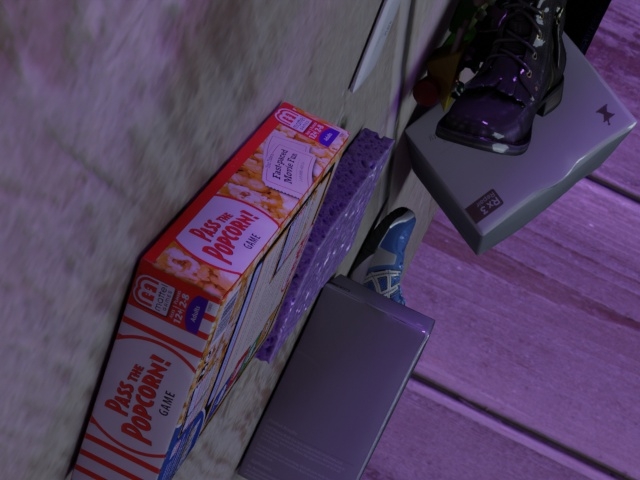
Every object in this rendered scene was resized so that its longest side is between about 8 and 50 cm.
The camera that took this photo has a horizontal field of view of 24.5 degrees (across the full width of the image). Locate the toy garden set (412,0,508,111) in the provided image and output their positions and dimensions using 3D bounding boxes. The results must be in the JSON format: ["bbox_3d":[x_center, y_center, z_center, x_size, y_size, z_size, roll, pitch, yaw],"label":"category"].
[{"bbox_3d":[0.174,-0.254,1.507,0.244,0.049,0.204,-68,173,32],"label":"toy garden set"}]

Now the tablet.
[{"bbox_3d":[0.043,-0.148,1.038,0.054,0.006,0.083,-56,170,-55],"label":"tablet"}]

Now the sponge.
[{"bbox_3d":[0.000,0.000,1.168,0.117,0.031,0.210,-68,173,31],"label":"sponge"}]

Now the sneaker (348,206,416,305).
[{"bbox_3d":[0.072,0.059,1.798,0.080,0.081,0.211,74,41,-79],"label":"sneaker"}]

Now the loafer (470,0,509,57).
[{"bbox_3d":[0.219,-0.283,1.737,0.220,0.080,0.078,-55,137,-49],"label":"loafer"}]

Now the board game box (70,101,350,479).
[{"bbox_3d":[-0.054,0.031,0.769,0.146,0.045,0.193,-68,173,31],"label":"board game box"}]

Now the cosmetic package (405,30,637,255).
[{"bbox_3d":[0.230,-0.109,1.770,0.217,0.156,0.385,-36,173,0],"label":"cosmetic package"}]

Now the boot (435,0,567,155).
[{"bbox_3d":[0.192,-0.219,1.413,0.263,0.091,0.229,-45,148,-55],"label":"boot"}]

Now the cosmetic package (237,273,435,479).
[{"bbox_3d":[0.019,0.168,1.591,0.238,0.127,0.107,-63,174,7],"label":"cosmetic package"}]

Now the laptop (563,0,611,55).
[{"bbox_3d":[0.343,-0.401,1.916,0.136,0.264,0.234,-17,147,-28],"label":"laptop"}]
